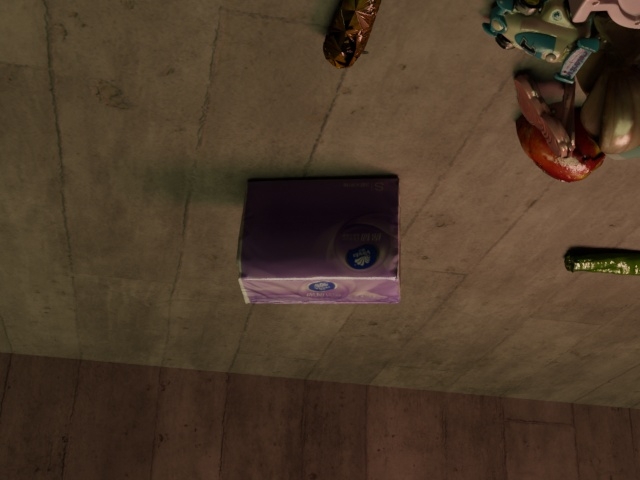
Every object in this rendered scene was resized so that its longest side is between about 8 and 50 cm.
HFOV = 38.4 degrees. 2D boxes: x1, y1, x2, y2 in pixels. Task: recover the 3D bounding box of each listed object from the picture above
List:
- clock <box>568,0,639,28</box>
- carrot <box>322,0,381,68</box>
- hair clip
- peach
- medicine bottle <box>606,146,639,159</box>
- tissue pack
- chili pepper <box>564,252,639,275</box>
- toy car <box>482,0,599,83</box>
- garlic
[{"bbox_3d":[0.508,-0.387,1.200,0.275,0.080,0.290,1,159,-20],"label":"clock"},{"bbox_3d":[0.053,-0.345,1.390,0.068,0.069,0.229,7,153,-10],"label":"carrot"},{"bbox_3d":[0.385,-0.208,1.573,0.102,0.138,0.123,0,162,16],"label":"hair clip"},{"bbox_3d":[0.444,-0.185,1.667,0.172,0.127,0.092,32,158,-4],"label":"peach"},{"bbox_3d":[0.617,-0.207,1.486,0.110,0.110,0.351,19,165,-32],"label":"medicine bottle"},{"bbox_3d":[0.000,0.000,1.913,0.338,0.242,0.160,-1,152,5],"label":"tissue pack"},{"bbox_3d":[0.767,0.067,2.195,0.358,0.077,0.085,6,174,1],"label":"chili pepper"},{"bbox_3d":[0.337,-0.311,1.398,0.161,0.098,0.126,5,153,-11],"label":"toy car"},{"bbox_3d":[0.491,-0.232,1.432,0.160,0.214,0.191,-9,143,1],"label":"garlic"}]
